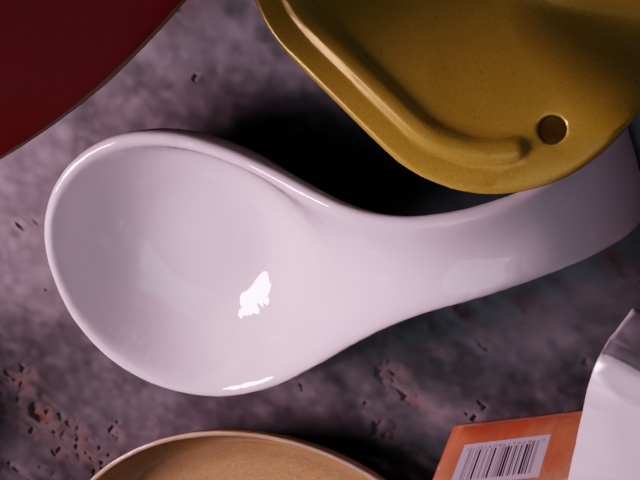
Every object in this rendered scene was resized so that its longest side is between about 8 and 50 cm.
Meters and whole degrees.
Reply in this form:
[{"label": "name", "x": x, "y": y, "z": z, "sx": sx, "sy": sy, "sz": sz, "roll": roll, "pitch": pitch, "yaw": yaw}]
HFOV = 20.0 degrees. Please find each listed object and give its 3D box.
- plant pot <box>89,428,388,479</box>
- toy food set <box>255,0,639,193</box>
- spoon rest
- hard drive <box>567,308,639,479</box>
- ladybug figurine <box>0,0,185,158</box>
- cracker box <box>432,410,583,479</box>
[{"label": "plant pot", "x": -0.024, "y": 0.192, "z": 0.942, "sx": 0.236, "sy": 0.032, "sz": 0.236, "roll": 7, "pitch": 118, "yaw": 14}, {"label": "toy food set", "x": 0.044, "y": -0.114, "z": 0.731, "sx": 0.128, "sy": 0.071, "sz": 0.218, "roll": -46, "pitch": 79, "yaw": 12}, {"label": "spoon rest", "x": 0.000, "y": 0.000, "z": 0.803, "sx": 0.276, "sy": 0.084, "sz": 0.137, "roll": -11, "pitch": 113, "yaw": 22}, {"label": "hard drive", "x": 0.233, "y": 0.167, "z": 0.686, "sx": 0.308, "sy": 0.040, "sz": 0.203, "roll": 26, "pitch": 141, "yaw": 21}, {"label": "ladybug figurine", "x": -0.134, "y": -0.193, "z": 0.606, "sx": 0.305, "sy": 0.162, "sz": 0.449, "roll": 24, "pitch": 98, "yaw": -22}, {"label": "cracker box", "x": 0.159, "y": 0.192, "z": 0.863, "sx": 0.156, "sy": 0.067, "sz": 0.232, "roll": -10, "pitch": 114, "yaw": 23}]
